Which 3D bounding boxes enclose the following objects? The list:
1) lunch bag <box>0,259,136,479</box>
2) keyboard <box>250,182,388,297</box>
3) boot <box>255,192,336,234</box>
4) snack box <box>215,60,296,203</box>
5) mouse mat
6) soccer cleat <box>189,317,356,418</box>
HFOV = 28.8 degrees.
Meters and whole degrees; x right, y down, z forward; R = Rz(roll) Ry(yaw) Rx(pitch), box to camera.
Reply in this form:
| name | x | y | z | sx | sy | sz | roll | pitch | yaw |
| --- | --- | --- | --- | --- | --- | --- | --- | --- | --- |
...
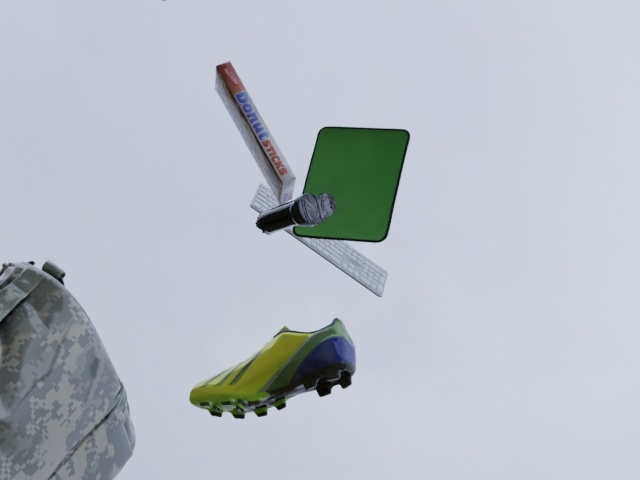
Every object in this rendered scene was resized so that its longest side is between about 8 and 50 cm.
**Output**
| name | x | y | z | sx | sy | sz | roll | pitch | yaw |
| --- | --- | --- | --- | --- | --- | --- | --- | --- | --- |
| lunch bag | -0.364 | 0.197 | 1.351 | 0.212 | 0.305 | 0.256 | 21 | -42 | 26 |
| keyboard | 0.000 | 0.000 | 1.964 | 0.256 | 0.072 | 0.014 | 35 | -63 | -11 |
| boot | -0.043 | -0.034 | 1.692 | 0.099 | 0.121 | 0.045 | -15 | -87 | 24 |
| snack box | -0.081 | -0.133 | 1.535 | 0.178 | 0.022 | 0.064 | 61 | -15 | 16 |
| mouse mat | 0.046 | -0.085 | 1.851 | 0.152 | 0.190 | 0.007 | 5 | -22 | 24 |
| soccer cleat | -0.076 | 0.202 | 1.967 | 0.289 | 0.093 | 0.121 | -18 | -118 | 20 |
